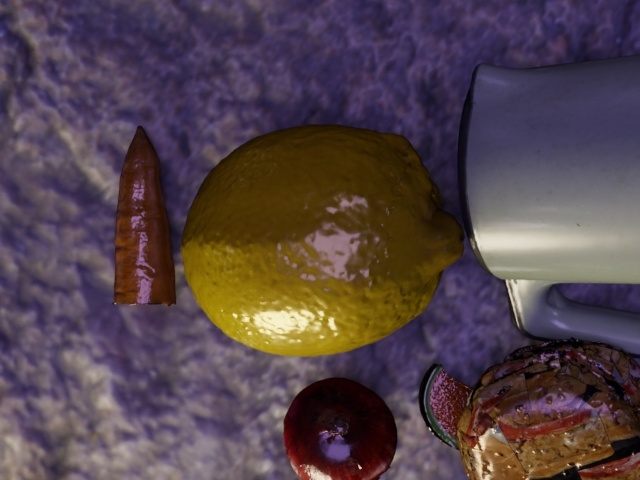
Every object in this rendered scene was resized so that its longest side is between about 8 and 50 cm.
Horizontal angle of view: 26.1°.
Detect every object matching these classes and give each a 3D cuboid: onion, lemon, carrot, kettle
[{"bbox_3d":[0.021,0.218,1.527,0.131,0.131,0.131,0,94,3],"label":"onion"},{"bbox_3d":[0.000,0.000,1.445,0.319,0.245,0.245,-4,94,25],"label":"lemon"},{"bbox_3d":[-0.199,-0.028,1.557,0.072,0.072,0.205,-1,88,4],"label":"carrot"},{"bbox_3d":[0.357,-0.029,1.410,0.376,0.250,0.361,-1,126,25],"label":"kettle"}]

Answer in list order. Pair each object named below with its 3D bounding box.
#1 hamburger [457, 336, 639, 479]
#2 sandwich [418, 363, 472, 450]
[{"bbox_3d":[0.259,0.212,1.495,0.231,0.107,0.231,4,127,5],"label":"hamburger"},{"bbox_3d":[0.150,0.193,1.567,0.101,0.026,0.069,37,91,-3],"label":"sandwich"}]
